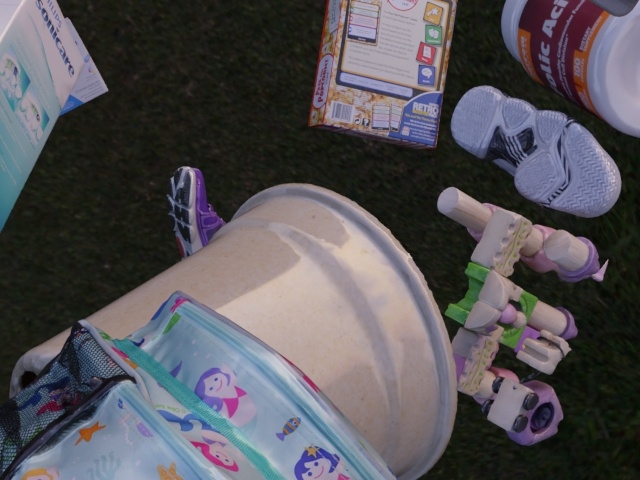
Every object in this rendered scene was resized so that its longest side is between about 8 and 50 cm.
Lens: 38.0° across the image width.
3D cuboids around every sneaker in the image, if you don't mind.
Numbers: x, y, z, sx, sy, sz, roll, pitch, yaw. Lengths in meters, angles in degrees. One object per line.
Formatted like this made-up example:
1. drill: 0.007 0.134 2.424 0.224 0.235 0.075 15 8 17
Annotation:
1. sneaker: 0.384 -0.129 1.494 0.137 0.210 0.366 -62 37 14
2. sneaker: -0.140 -0.015 1.133 0.068 0.071 0.170 29 136 50

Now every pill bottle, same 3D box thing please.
1. pill bottle: 0.449 -0.322 1.483 0.224 0.224 0.392 -47 25 9

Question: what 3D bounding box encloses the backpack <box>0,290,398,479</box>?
1. backpack: -0.058 0.159 0.501 0.191 0.225 0.253 -42 24 -9

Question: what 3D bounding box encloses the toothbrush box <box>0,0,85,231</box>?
1. toothbrush box: -0.392 -0.125 0.907 0.216 0.126 0.296 -1 49 13

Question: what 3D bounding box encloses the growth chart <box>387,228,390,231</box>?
1. growth chart: 0.000 0.000 1.844 0.237 0.021 0.172 27 73 -2

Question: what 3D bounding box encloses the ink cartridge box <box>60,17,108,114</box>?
1. ink cartridge box: -0.393 -0.265 1.414 0.088 0.052 0.122 -29 111 -7

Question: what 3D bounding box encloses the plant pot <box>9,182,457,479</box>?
1. plant pot: -0.097 0.148 0.860 0.333 0.305 0.334 23 124 39

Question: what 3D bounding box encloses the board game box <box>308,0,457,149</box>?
1. board game box: 0.074 -0.212 1.060 0.045 0.146 0.194 -173 93 -68

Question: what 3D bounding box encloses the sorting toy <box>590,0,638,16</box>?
1. sorting toy: 0.314 -0.373 1.029 0.347 0.196 0.047 36 54 10

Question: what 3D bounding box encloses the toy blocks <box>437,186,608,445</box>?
1. toy blocks: 0.294 0.119 1.312 0.309 0.260 0.289 25 89 53
